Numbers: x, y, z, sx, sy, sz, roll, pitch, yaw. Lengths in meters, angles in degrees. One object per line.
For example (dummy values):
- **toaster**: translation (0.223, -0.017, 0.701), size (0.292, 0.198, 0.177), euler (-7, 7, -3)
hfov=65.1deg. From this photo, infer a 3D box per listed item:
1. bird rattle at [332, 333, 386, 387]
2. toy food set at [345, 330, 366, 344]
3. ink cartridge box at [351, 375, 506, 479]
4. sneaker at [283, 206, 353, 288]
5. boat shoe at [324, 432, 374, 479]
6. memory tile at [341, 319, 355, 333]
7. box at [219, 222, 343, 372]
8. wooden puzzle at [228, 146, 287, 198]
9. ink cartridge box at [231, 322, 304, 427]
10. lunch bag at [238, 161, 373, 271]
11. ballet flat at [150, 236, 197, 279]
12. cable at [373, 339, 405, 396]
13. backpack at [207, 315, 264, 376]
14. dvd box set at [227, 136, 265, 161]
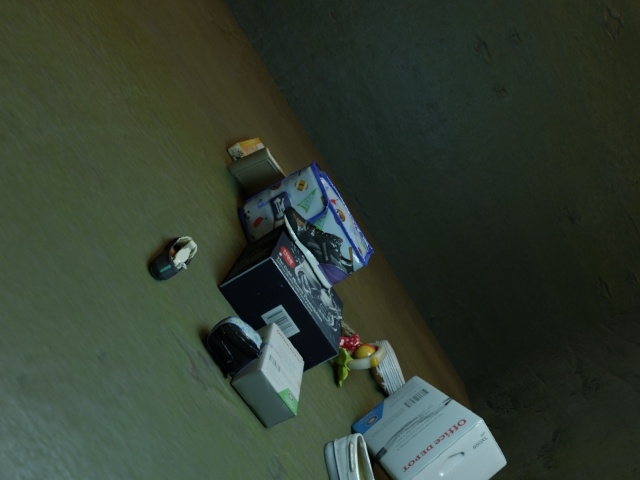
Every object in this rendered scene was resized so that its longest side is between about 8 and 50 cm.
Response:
- **bird rattle**: translation (0.138, 0.418, 1.785), size (0.253, 0.206, 0.143), euler (-11, 90, -65)
- **toy food set**: translation (0.150, 0.439, 2.031), size (0.128, 0.071, 0.218), euler (37, -1, 29)
- **ink cartridge box**: translation (0.306, 0.608, 1.505), size (0.166, 0.285, 0.395), euler (58, -12, -11)
- **sneaker**: translation (0.000, 0.000, 1.536), size (0.283, 0.124, 0.107), euler (56, 13, -13)
- **boat shoe**: translation (0.133, 0.687, 1.315), size (0.136, 0.156, 0.367), euler (45, 21, -45)
- **memory tile**: translation (0.076, 0.323, 2.006), size (0.113, 0.012, 0.148), euler (40, 0, 41)
- **box**: translation (-0.097, 0.166, 1.493), size (0.343, 0.178, 0.312), euler (57, 14, -14)
- **wooden puzzle**: translation (-0.197, -0.210, 1.817), size (0.239, 0.220, 0.044), euler (56, 45, -22)
- **ink cartridge box**: translation (-0.124, 0.331, 1.261), size (0.154, 0.093, 0.212), euler (56, 17, -17)
- **lunch bag**: translation (-0.057, -0.027, 1.708), size (0.386, 0.327, 0.239), euler (60, 15, -6)
- **ballet flat**: translation (-0.330, 0.032, 1.186), size (0.074, 0.074, 0.203), euler (57, 15, -14)
- **cable**: translation (0.296, 0.551, 2.165), size (0.257, 0.089, 0.257), euler (-105, 170, -45)
- **backpack**: translation (-0.201, 0.236, 1.169), size (0.114, 0.105, 0.084), euler (50, 9, -10)
- **dvd box set**: translation (-0.208, -0.225, 2.087), size (0.421, 0.062, 0.308), euler (58, 15, -9)
